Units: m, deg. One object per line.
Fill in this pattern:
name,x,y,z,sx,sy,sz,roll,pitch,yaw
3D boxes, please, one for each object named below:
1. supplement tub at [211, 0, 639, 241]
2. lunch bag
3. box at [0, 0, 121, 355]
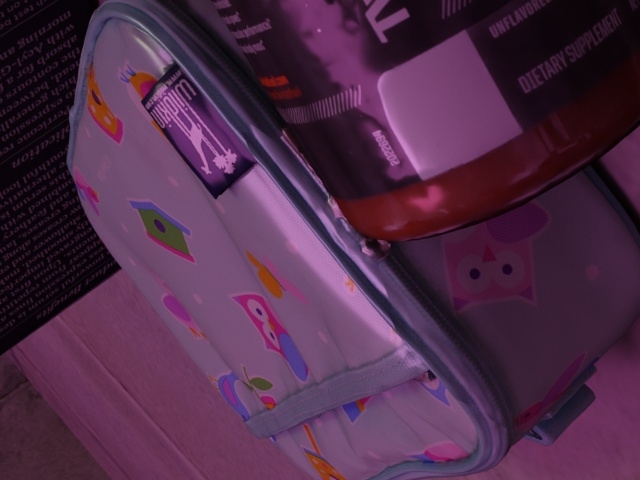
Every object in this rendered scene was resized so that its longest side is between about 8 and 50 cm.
supplement tub,0.006,-0.105,0.368,0.198,0.106,0.106,58,162,-15
lunch bag,0.000,0.000,0.571,0.224,0.108,0.279,53,162,2
box,-0.299,-0.122,0.924,0.293,0.212,0.395,46,160,22
